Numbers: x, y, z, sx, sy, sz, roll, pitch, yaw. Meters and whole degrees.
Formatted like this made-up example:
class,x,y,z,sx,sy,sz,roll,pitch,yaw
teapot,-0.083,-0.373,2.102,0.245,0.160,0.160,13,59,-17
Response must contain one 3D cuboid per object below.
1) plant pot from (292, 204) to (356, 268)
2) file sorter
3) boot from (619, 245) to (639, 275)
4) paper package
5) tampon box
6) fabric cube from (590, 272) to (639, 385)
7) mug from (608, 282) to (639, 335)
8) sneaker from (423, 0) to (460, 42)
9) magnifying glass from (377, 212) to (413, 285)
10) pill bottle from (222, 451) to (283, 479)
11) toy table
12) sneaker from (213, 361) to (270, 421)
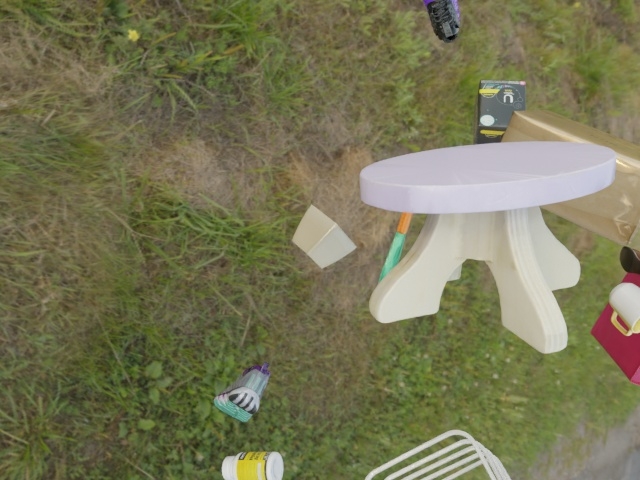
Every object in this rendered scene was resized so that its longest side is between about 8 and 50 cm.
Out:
class,x,y,z,sx,sy,sz,roll,pitch,yaw
plant pot,0.000,0.000,1.316,0.096,0.109,0.109,-47,136,-3
file sorter,0.210,0.420,0.843,0.193,0.173,0.277,-31,143,9
boot,0.545,0.043,0.873,0.106,0.114,0.037,-90,-175,-68
paper package,0.578,-0.154,1.237,0.310,0.325,0.168,-18,132,-52
tampon box,0.474,-0.330,1.480,0.101,0.121,0.160,79,17,-60
fabric cube,0.904,0.236,1.411,0.258,0.259,0.254,-75,-172,-73
mug,0.479,0.105,0.866,0.062,0.064,0.078,20,116,-40
sneaker,0.368,-0.682,1.658,0.293,0.102,0.146,14,67,-66
magnifying glass,0.163,0.002,1.177,0.092,0.026,0.230,-42,151,-63
pill bottle,-0.141,0.470,1.151,0.065,0.117,0.065,-9,90,-70
toy table,0.177,-0.008,0.597,0.275,0.252,0.160,-5,109,-5
sneaker,-0.155,0.317,1.172,0.083,0.224,0.098,37,60,-8
